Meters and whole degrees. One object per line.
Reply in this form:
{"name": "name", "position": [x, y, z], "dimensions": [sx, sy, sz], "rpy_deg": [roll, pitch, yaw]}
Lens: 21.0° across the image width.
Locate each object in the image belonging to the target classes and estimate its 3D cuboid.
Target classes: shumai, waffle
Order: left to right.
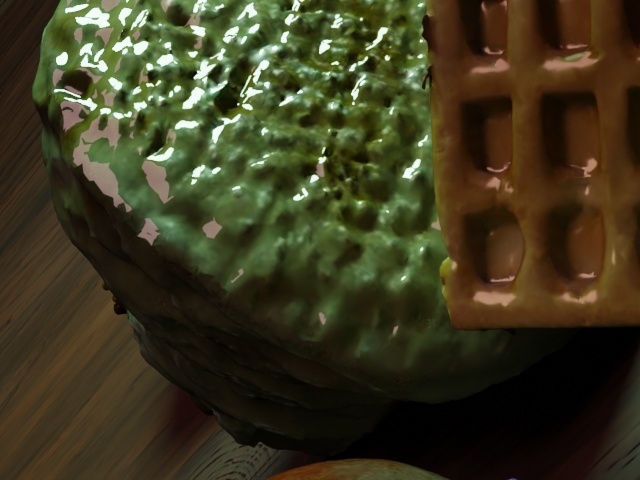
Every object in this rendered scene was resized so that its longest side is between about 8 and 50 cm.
{"name": "shumai", "position": [-0.005, -0.008, 1.157], "dimensions": [0.324, 0.397, 0.323], "rpy_deg": [-49, -16, -32]}
{"name": "waffle", "position": [0.157, -0.114, 0.884], "dimensions": [0.224, 0.098, 0.328], "rpy_deg": [-1, 96, 32]}

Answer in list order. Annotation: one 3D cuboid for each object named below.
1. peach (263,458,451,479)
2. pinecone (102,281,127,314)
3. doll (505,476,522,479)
{"name": "peach", "position": [0.025, 0.225, 0.801], "dimensions": [0.252, 0.252, 0.252], "rpy_deg": [-45, 26, 28]}
{"name": "pinecone", "position": [-0.110, -0.011, 1.480], "dimensions": [0.168, 0.185, 0.212], "rpy_deg": [16, 94, 43]}
{"name": "doll", "position": [0.088, 0.195, 0.957], "dimensions": [0.099, 0.057, 0.143], "rpy_deg": [-2, 55, 38]}
